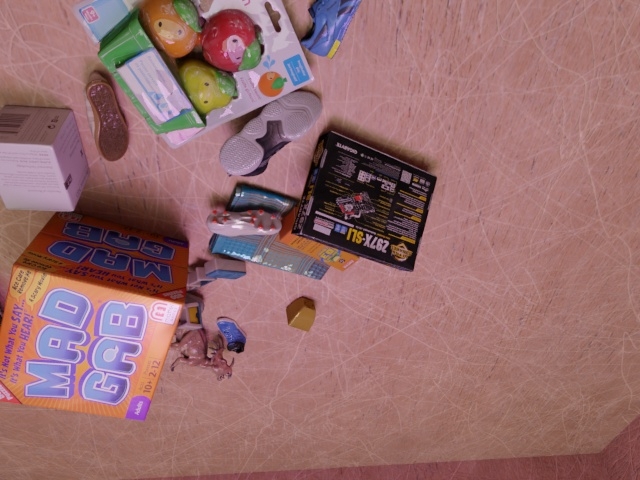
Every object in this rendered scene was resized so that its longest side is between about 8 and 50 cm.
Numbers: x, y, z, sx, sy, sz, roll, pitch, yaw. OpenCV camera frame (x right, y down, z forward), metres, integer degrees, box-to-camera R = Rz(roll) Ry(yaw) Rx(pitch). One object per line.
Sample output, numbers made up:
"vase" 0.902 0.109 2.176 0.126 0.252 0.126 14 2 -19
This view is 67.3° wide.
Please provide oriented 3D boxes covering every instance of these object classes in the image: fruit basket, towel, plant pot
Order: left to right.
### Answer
"fruit basket" -0.227 -0.369 0.934 0.353 0.165 0.327 -19 133 10
"towel" -0.108 -0.010 1.385 0.370 0.040 0.271 16 132 -20
"plant pot" -0.059 0.240 1.614 0.081 0.081 0.083 23 117 -25

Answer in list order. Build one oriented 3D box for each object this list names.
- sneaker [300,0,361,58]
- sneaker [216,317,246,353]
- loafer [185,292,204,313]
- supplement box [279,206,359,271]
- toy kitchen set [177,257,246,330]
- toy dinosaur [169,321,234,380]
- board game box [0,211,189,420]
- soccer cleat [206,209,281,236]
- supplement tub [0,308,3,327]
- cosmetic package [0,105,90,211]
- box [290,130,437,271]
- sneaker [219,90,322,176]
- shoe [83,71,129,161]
"sneaker" 0.027 -0.457 0.930 0.082 0.069 0.209 19 131 -17
"sneaker" -0.311 0.339 1.683 0.058 0.085 0.152 -19 133 15
"loafer" -0.534 0.221 1.528 0.319 0.111 0.112 3 135 -7
"supplement box" 0.000 0.000 1.330 0.233 0.080 0.078 25 130 -32
"toy kitchen set" -0.327 0.166 1.448 0.207 0.166 0.122 -23 160 33
"toy dinosaur" -0.436 0.361 1.680 0.200 0.127 0.296 -22 117 3
"board game box" -0.567 0.181 1.241 0.356 0.356 0.356 16 109 -20
"soccer cleat" -0.202 -0.043 1.276 0.196 0.068 0.076 4 150 -9
"supplement tub" -1.081 0.282 1.481 0.207 0.207 0.338 2 134 -6
"cosmetic package" -0.638 -0.184 1.091 0.151 0.151 0.184 1 136 -7
"box" 0.114 -0.089 1.186 0.321 0.257 0.079 18 175 -21
"sneaker" -0.118 -0.239 1.116 0.268 0.153 0.101 -38 93 -10
"shoe" -0.484 -0.276 1.086 0.076 0.058 0.219 -22 147 -28
